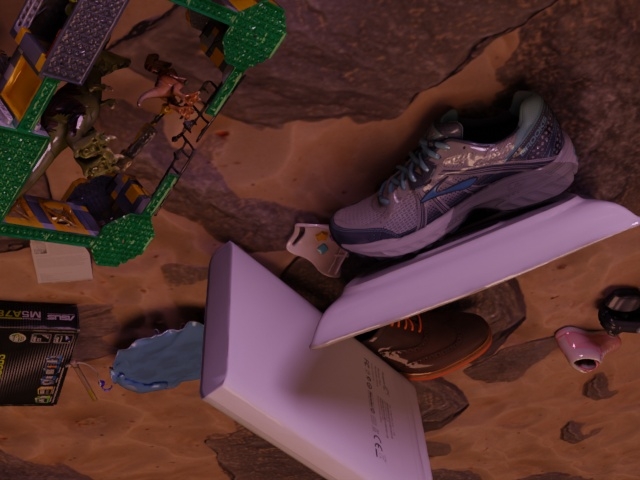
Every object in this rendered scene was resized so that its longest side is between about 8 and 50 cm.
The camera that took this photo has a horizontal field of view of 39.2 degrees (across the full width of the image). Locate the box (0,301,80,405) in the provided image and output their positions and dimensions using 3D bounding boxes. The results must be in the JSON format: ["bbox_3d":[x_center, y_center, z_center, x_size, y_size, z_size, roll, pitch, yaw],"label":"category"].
[{"bbox_3d":[-0.412,0.146,1.130,0.184,0.045,0.190,4,139,-26],"label":"box"}]

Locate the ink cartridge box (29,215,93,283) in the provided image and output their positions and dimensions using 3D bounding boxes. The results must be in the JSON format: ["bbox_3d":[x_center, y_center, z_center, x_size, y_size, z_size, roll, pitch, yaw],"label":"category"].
[{"bbox_3d":[-0.288,0.002,0.996,0.063,0.029,0.115,-4,141,-12],"label":"ink cartridge box"}]

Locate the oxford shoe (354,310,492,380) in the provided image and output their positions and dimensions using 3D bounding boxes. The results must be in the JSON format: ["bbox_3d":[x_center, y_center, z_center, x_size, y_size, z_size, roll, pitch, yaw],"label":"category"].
[{"bbox_3d":[0.111,0.133,1.247,0.271,0.097,0.098,-8,137,-8],"label":"oxford shoe"}]

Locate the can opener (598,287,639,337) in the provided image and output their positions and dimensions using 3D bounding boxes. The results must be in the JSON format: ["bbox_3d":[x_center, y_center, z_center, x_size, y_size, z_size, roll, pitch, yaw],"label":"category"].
[{"bbox_3d":[0.501,0.121,1.386,0.186,0.059,0.073,11,136,-29],"label":"can opener"}]

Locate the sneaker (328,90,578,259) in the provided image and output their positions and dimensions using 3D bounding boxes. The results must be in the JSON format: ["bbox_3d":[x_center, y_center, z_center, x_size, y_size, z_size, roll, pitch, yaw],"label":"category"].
[{"bbox_3d":[0.130,-0.081,0.989,0.283,0.110,0.122,-23,123,10],"label":"sneaker"}]

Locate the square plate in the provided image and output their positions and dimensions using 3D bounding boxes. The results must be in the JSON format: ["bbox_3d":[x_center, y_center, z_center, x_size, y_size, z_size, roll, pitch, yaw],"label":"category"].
[{"bbox_3d":[0.166,0.016,1.020,0.344,0.049,0.347,-23,-179,11],"label":"square plate"}]

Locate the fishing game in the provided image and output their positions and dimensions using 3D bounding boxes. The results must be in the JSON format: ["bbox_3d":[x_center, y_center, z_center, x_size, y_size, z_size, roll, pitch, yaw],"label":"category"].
[{"bbox_3d":[-0.195,0.152,1.216,0.264,0.041,0.189,-17,151,-5],"label":"fishing game"}]

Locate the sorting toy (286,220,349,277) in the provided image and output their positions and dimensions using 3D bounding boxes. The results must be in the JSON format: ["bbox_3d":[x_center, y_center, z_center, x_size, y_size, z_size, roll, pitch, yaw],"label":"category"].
[{"bbox_3d":[0.000,0.000,1.081,0.075,0.045,0.083,9,140,-16],"label":"sorting toy"}]

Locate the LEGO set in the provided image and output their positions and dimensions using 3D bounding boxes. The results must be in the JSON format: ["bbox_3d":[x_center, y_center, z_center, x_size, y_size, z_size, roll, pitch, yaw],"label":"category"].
[{"bbox_3d":[-0.208,-0.150,0.740,0.255,0.192,0.331,-1,131,-48],"label":"LEGO set"}]

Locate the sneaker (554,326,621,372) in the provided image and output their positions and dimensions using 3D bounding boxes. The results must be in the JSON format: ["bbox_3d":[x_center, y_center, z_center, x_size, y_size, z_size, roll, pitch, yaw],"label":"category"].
[{"bbox_3d":[0.437,0.181,1.435,0.134,0.070,0.051,11,135,-31],"label":"sneaker"}]

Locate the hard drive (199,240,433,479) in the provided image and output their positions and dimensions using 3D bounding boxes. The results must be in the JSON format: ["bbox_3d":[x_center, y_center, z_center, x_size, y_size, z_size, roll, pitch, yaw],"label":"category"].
[{"bbox_3d":[0.003,0.179,1.077,0.047,0.233,0.353,-36,122,22],"label":"hard drive"}]
